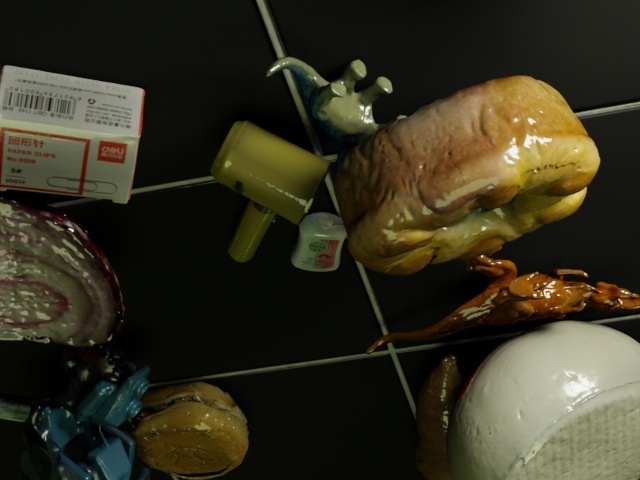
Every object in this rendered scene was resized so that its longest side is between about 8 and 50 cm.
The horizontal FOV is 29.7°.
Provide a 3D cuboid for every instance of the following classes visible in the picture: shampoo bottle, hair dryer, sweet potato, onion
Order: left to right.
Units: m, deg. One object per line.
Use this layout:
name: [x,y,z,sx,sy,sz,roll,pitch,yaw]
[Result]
onion: [-0.415,0.020,1.659,0.314,0.146,0.280,6,129,2]
hair dryer: [-0.090,-0.048,1.608,0.135,0.090,0.279,26,150,-4]
shampoo bottle: [0.000,0.000,1.709,0.072,0.043,0.099,5,143,-8]
sweet potato: [0.225,0.304,2.057,0.131,0.131,0.337,-2,144,1]

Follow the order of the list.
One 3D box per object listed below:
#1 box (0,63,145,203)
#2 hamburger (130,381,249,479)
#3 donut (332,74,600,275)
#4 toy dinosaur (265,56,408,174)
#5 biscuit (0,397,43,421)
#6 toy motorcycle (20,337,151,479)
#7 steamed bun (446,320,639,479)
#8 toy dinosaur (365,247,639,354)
box: [-0.314,-0.127,1.486,0.182,0.099,0.133,8,140,-13]
hamburger: [-0.222,0.331,2.099,0.213,0.108,0.214,1,138,1]
donut: [0.175,-0.073,1.466,0.317,0.150,0.299,-14,165,-16]
toy dinosaur: [0.000,-0.145,1.499,0.247,0.075,0.188,18,144,-33]
biscuit: [-0.571,0.284,2.068,0.292,0.048,0.026,12,179,-17]
toy motorcycle: [-0.362,0.333,1.980,0.232,0.172,0.416,32,123,16]
steamed bun: [0.358,0.278,1.902,0.374,0.241,0.374,-19,139,-18]
toy dinosaur: [0.257,0.082,1.790,0.432,0.097,0.208,-6,152,13]
